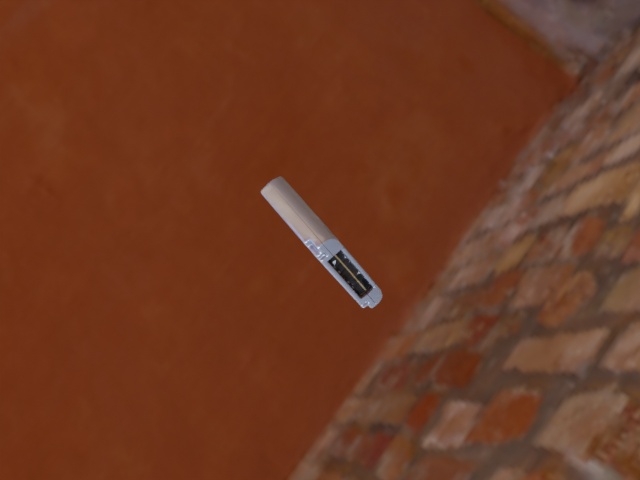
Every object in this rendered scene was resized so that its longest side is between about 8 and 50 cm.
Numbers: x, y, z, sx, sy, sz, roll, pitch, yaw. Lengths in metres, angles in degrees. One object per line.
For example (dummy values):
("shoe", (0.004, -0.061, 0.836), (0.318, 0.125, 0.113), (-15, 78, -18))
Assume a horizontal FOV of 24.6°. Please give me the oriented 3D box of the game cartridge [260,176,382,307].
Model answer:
("game cartridge", (0.000, 0.000, 0.742), (0.056, 0.017, 0.083), (45, 178, 31))
